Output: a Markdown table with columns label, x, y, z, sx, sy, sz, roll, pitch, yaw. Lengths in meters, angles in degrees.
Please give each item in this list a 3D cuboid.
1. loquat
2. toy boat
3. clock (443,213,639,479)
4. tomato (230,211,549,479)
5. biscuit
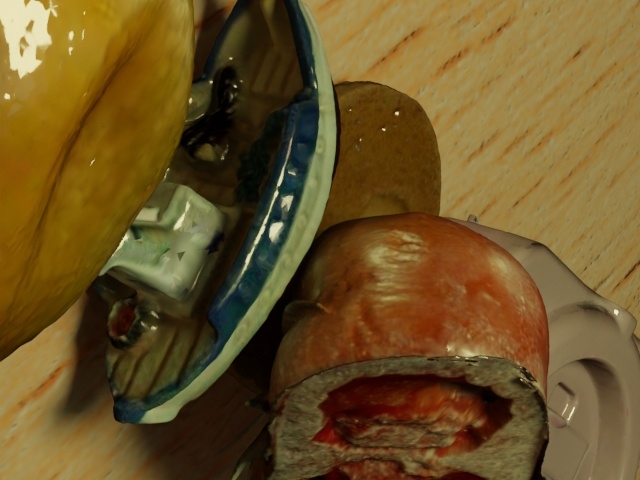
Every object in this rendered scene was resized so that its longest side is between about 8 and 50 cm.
| label | x | y | z | sx | sy | sz | roll | pitch | yaw |
| --- | --- | --- | --- | --- | --- | --- | --- | --- | --- |
| loquat | -0.188 | -0.080 | 0.790 | 0.284 | 0.276 | 0.276 | -17 | 116 | -69 |
| toy boat | -0.068 | -0.028 | 1.069 | 0.115 | 0.114 | 0.262 | 42 | 68 | -45 |
| clock | 0.112 | 0.175 | 1.369 | 0.295 | 0.113 | 0.322 | 40 | 72 | -50 |
| tomato | 0.041 | 0.066 | 1.127 | 0.214 | 0.180 | 0.155 | 105 | -12 | -52 |
| biscuit | 0.000 | 0.000 | 1.216 | 0.181 | 0.049 | 0.208 | 32 | 78 | -52 |
